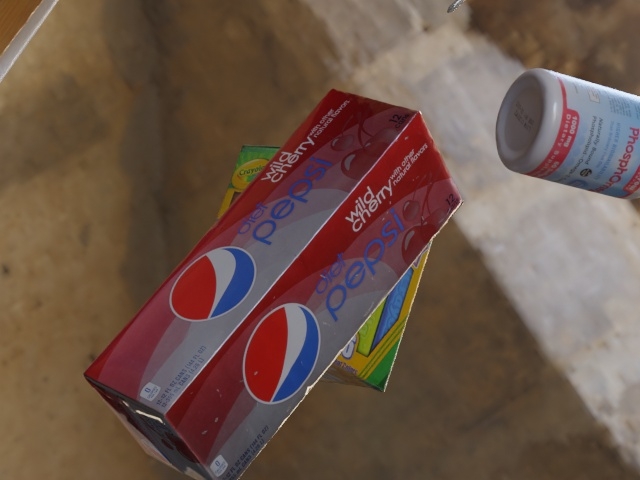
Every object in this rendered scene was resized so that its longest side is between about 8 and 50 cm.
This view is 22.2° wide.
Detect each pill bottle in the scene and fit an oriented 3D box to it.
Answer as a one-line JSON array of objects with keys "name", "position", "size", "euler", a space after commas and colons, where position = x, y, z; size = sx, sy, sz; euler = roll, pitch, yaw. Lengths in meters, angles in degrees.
[{"name": "pill bottle", "position": [0.231, -0.083, 1.348], "size": [0.160, 0.087, 0.087], "euler": [12, -29, -23]}]

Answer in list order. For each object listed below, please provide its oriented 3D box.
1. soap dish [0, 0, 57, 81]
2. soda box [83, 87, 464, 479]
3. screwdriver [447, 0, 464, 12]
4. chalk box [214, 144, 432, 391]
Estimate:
[{"name": "soap dish", "position": [-0.347, -0.175, 1.268], "size": [0.291, 0.229, 0.118], "euler": [-60, -32, -29]}, {"name": "soda box", "position": [-0.025, 0.027, 1.049], "size": [0.083, 0.092, 0.263], "euler": [19, 60, 42]}, {"name": "screwdriver", "position": [0.145, -0.204, 1.092], "size": [0.170, 0.025, 0.024], "euler": [-49, 0, -15]}, {"name": "chalk box", "position": [0.000, 0.000, 1.845], "size": [0.180, 0.289, 0.179], "euler": [4, -19, 44]}]
